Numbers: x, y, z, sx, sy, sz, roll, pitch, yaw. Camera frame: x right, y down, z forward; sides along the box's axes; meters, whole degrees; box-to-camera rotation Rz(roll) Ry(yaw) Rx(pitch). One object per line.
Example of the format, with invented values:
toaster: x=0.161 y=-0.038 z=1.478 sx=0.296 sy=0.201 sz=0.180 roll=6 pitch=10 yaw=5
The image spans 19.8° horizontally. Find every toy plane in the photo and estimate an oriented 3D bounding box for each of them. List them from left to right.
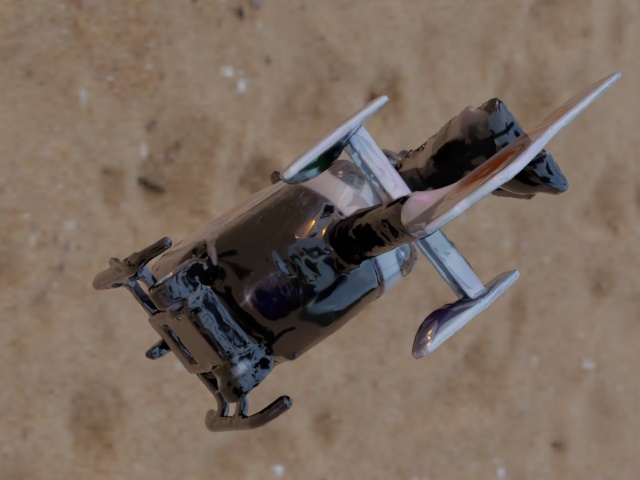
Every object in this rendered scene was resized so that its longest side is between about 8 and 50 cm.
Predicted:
toy plane: x=0.000 y=0.000 z=0.429 sx=0.078 sy=0.197 sz=0.053 roll=-39 pitch=96 yaw=-20
